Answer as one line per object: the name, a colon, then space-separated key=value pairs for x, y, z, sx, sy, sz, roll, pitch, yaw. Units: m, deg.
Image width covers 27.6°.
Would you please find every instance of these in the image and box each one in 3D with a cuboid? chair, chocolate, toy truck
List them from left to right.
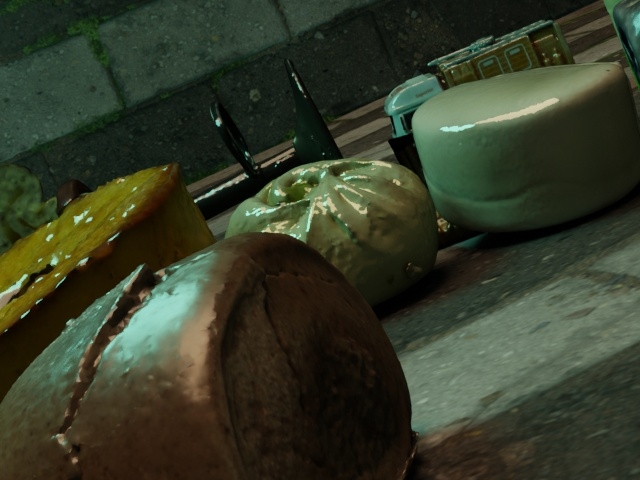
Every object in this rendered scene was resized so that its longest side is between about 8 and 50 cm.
chair: x=-0.158 y=-0.031 z=1.606 sx=0.401 sy=0.226 sz=0.226 roll=-30 pitch=9 yaw=3
chocolate: x=0.153 y=-0.101 z=1.580 sx=0.125 sy=0.080 sz=0.149 roll=-15 pitch=2 yaw=-11
toy truck: x=0.245 y=-0.220 z=1.994 sx=0.305 sy=0.162 sz=0.136 roll=-23 pitch=10 yaw=3

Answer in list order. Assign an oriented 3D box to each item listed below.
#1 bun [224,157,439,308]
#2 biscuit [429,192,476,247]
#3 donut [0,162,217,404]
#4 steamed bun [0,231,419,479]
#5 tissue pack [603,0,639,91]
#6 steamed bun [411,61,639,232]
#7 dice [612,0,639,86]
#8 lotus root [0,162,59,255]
bun: x=0.000 y=0.000 z=1.369 sx=0.259 sy=0.160 sz=0.259 roll=-24 pitch=6 yaw=3
biscuit: x=0.156 y=-0.044 z=1.602 sx=0.305 sy=0.038 sz=0.305 roll=-23 pitch=9 yaw=4
donut: x=-0.243 y=0.088 z=1.256 sx=0.377 sy=0.163 sz=0.435 roll=-45 pitch=16 yaw=-29
steamed bun: x=-0.088 y=0.111 z=0.820 sx=0.251 sy=0.199 sz=0.301 roll=-20 pitch=11 yaw=20
tissue pack: x=0.556 y=-0.381 z=1.644 sx=0.405 sy=0.332 sz=0.205 roll=-17 pitch=15 yaw=34
steamed bun: x=0.208 y=-0.095 z=1.379 sx=0.242 sy=0.146 sz=0.164 roll=-3 pitch=25 yaw=40
dice: x=0.441 y=-0.218 z=1.459 sx=0.182 sy=0.183 sz=0.181 roll=-24 pitch=11 yaw=11
lotus root: x=-0.418 y=0.034 z=1.744 sx=0.316 sy=0.316 sz=0.250 roll=-28 pitch=8 yaw=-26
